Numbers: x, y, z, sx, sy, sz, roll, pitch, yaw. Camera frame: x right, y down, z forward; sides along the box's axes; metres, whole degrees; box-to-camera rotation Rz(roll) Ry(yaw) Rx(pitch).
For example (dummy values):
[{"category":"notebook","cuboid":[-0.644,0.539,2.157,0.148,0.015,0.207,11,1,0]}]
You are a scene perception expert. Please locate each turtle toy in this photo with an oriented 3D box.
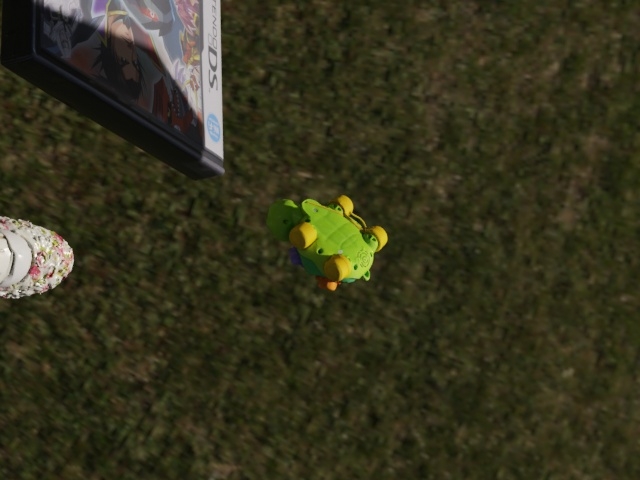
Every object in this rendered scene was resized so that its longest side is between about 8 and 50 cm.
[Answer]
[{"category":"turtle toy","cuboid":[0.000,0.000,1.434,0.095,0.130,0.066,-36,163,-45]}]

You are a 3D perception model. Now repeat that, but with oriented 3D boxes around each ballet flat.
[{"category":"ballet flat","cuboid":[-0.356,0.012,1.347,0.240,0.077,0.091,10,96,-19]}]

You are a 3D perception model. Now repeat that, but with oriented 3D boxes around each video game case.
[{"category":"video game case","cuboid":[-0.156,-0.206,1.110,0.275,0.035,0.248,32,52,-60]}]
